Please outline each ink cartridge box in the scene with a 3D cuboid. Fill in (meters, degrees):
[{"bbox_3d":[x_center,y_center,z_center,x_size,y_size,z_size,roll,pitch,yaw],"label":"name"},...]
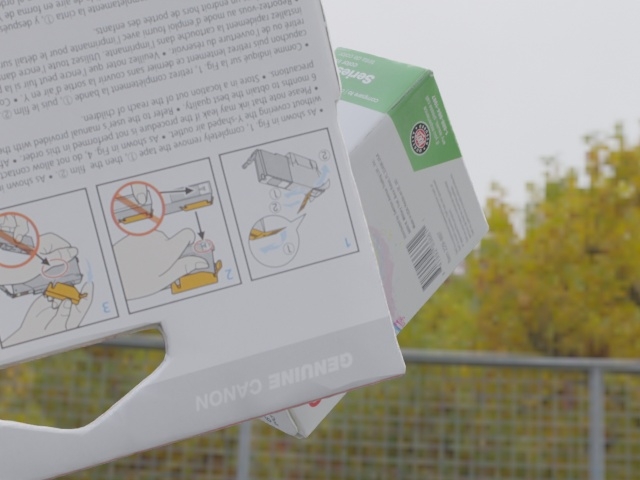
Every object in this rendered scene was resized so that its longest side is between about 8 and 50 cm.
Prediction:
[{"bbox_3d":[0.000,0.000,1.108,0.093,0.212,0.154,19,-33,38],"label":"ink cartridge box"},{"bbox_3d":[-0.134,-0.031,0.717,0.296,0.261,0.066,-15,6,-16],"label":"ink cartridge box"}]
